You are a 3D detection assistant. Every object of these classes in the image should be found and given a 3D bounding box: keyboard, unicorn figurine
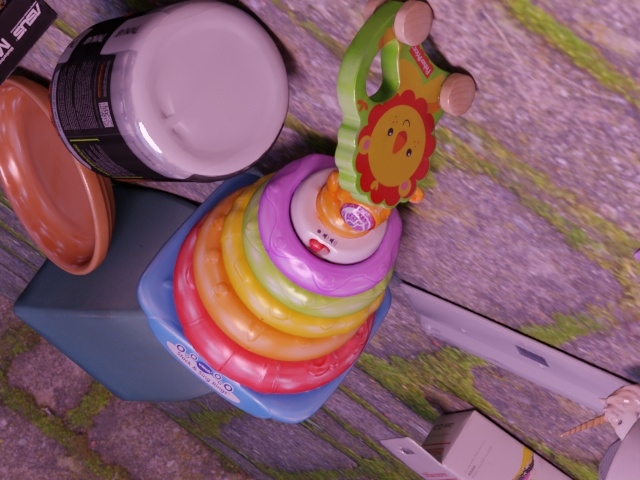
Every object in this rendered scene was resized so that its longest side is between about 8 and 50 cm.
[{"bbox_3d":[0.171,0.095,1.210,0.256,0.014,0.072,23,156,36],"label":"keyboard"},{"bbox_3d":[0.269,0.138,1.065,0.111,0.060,0.162,44,146,-26],"label":"unicorn figurine"}]

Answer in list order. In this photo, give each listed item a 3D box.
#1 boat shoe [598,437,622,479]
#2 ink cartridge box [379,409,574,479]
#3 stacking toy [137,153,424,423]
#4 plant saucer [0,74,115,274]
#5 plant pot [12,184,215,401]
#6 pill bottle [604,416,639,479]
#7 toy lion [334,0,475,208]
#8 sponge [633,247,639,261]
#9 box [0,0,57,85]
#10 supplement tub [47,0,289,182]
[{"bbox_3d":[0.310,0.207,1.154,0.076,0.083,0.226,32,-179,-34],"label":"boat shoe"},{"bbox_3d":[0.165,0.228,1.508,0.198,0.067,0.115,35,164,-6],"label":"ink cartridge box"},{"bbox_3d":[0.000,0.000,1.088,0.175,0.165,0.302,40,150,-2],"label":"stacking toy"},{"bbox_3d":[-0.250,-0.064,1.438,0.200,0.037,0.200,38,143,36],"label":"plant saucer"},{"bbox_3d":[-0.146,0.057,1.491,0.166,0.165,0.234,44,156,-29],"label":"plant pot"},{"bbox_3d":[0.309,0.194,0.913,0.272,0.152,0.152,18,158,33],"label":"pill bottle"},{"bbox_3d":[0.038,-0.070,0.839,0.034,0.096,0.100,21,159,41],"label":"toy lion"},{"bbox_3d":[0.275,0.046,0.807,0.210,0.031,0.117,36,165,0],"label":"sponge"},{"bbox_3d":[-0.323,-0.131,1.251,0.191,0.184,0.045,12,150,53],"label":"box"},{"bbox_3d":[-0.111,-0.097,1.033,0.117,0.117,0.190,42,163,-24],"label":"supplement tub"}]
